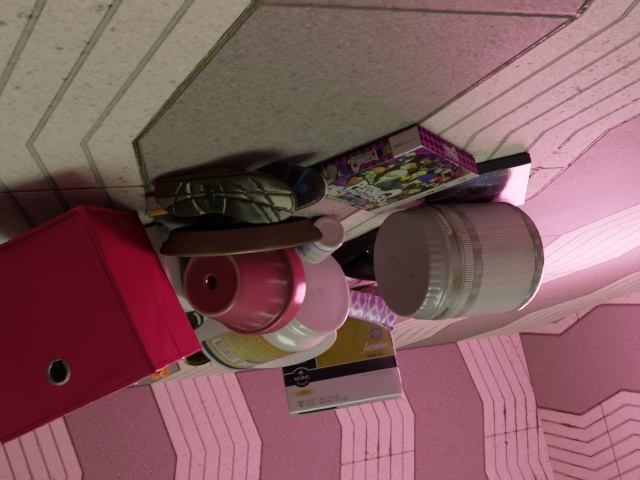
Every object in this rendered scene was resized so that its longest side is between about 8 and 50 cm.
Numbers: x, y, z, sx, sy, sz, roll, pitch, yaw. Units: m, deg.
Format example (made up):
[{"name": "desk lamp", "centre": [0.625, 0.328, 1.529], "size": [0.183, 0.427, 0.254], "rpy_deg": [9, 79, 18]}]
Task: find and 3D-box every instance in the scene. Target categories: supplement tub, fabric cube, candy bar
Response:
[{"name": "supplement tub", "centre": [-0.111, 0.146, 1.738], "size": [0.228, 0.228, 0.316], "rpy_deg": [4, 160, -43]}, {"name": "fabric cube", "centre": [-0.372, 0.118, 1.215], "size": [0.254, 0.258, 0.259], "rpy_deg": [-25, 177, 6]}, {"name": "supplement tub", "centre": [0.000, 0.000, 1.583], "size": [0.071, 0.071, 0.107], "rpy_deg": [-5, 163, -21]}, {"name": "candy bar", "centre": [-0.202, -0.067, 1.254], "size": [0.161, 0.040, 0.018], "rpy_deg": [-11, 175, 5]}]

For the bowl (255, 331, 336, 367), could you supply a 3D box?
[{"name": "bowl", "centre": [-0.114, 0.225, 2.151], "size": [0.298, 0.134, 0.298], "rpy_deg": [-9, 148, -5]}]

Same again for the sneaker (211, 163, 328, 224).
[{"name": "sneaker", "centre": [-0.075, -0.073, 1.271], "size": [0.211, 0.080, 0.081], "rpy_deg": [-8, 175, 32]}]

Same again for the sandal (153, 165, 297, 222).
[{"name": "sandal", "centre": [-0.143, -0.075, 1.211], "size": [0.219, 0.060, 0.090], "rpy_deg": [-1, 129, 13]}]

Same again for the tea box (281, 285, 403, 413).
[{"name": "tea box", "centre": [0.056, 0.329, 2.347], "size": [0.329, 0.323, 0.220], "rpy_deg": [-10, 165, 4]}]

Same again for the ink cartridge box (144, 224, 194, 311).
[{"name": "ink cartridge box", "centre": [-0.403, 0.085, 1.506], "size": [0.307, 0.129, 0.223], "rpy_deg": [-12, 165, 6]}]

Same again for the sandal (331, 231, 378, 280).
[{"name": "sandal", "centre": [0.113, 0.058, 1.791], "size": [0.445, 0.107, 0.167], "rpy_deg": [-19, 163, 35]}]

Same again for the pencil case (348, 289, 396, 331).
[{"name": "pencil case", "centre": [0.114, 0.188, 2.204], "size": [0.206, 0.088, 0.086], "rpy_deg": [15, 160, -4]}]

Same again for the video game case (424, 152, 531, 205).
[{"name": "video game case", "centre": [0.299, -0.094, 1.532], "size": [0.196, 0.026, 0.274], "rpy_deg": [-13, 164, 8]}]

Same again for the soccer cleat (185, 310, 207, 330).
[{"name": "soccer cleat", "centre": [-0.380, 0.120, 1.694], "size": [0.331, 0.143, 0.116], "rpy_deg": [5, 129, 13]}]

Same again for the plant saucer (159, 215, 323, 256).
[{"name": "plant saucer", "centre": [-0.135, -0.010, 1.357], "size": [0.278, 0.041, 0.278], "rpy_deg": [-5, -175, 0]}]

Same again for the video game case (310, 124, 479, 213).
[{"name": "video game case", "centre": [0.121, -0.110, 1.315], "size": [0.210, 0.042, 0.232], "rpy_deg": [-20, 162, 28]}]

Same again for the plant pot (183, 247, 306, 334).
[{"name": "plant pot", "centre": [-0.155, 0.081, 1.507], "size": [0.201, 0.201, 0.180], "rpy_deg": [-17, 168, 25]}]

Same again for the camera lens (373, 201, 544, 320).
[{"name": "camera lens", "centre": [0.268, 0.037, 1.522], "size": [0.274, 0.219, 0.219], "rpy_deg": [-2, 163, -27]}]

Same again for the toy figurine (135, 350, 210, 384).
[{"name": "toy figurine", "centre": [-0.464, 0.245, 2.149], "size": [0.217, 0.191, 0.362], "rpy_deg": [16, -168, 37]}]
